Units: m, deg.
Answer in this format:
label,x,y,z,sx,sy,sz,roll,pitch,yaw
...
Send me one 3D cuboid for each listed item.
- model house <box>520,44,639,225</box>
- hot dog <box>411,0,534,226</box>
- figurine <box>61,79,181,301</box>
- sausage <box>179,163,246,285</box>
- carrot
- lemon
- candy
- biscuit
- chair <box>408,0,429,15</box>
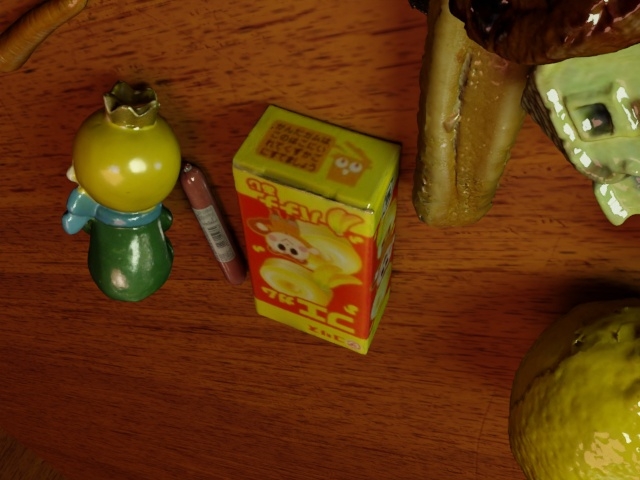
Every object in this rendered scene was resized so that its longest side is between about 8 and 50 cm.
label,x,y,z,sx,sy,sz,roll,pitch,yaw
model house,0.229,-0.067,0.500,0.189,0.195,0.214,-1,137,51
hot dog,0.113,-0.105,0.636,0.083,0.068,0.289,8,150,5
figurine,-0.207,-0.068,0.916,0.127,0.185,0.234,-4,118,-1
sausage,-0.124,-0.013,0.998,0.029,0.029,0.223,13,146,23
carrot,-0.278,-0.209,0.827,0.190,0.037,0.037,-15,129,47
lemon,0.276,0.158,0.771,0.204,0.204,0.260,24,149,7
candy,0.000,0.000,0.863,0.146,0.088,0.276,18,147,15
biscuit,0.131,-0.181,0.423,0.049,0.192,0.192,9,165,-39
chair,0.073,-0.187,0.587,0.037,0.042,0.086,16,-178,22
